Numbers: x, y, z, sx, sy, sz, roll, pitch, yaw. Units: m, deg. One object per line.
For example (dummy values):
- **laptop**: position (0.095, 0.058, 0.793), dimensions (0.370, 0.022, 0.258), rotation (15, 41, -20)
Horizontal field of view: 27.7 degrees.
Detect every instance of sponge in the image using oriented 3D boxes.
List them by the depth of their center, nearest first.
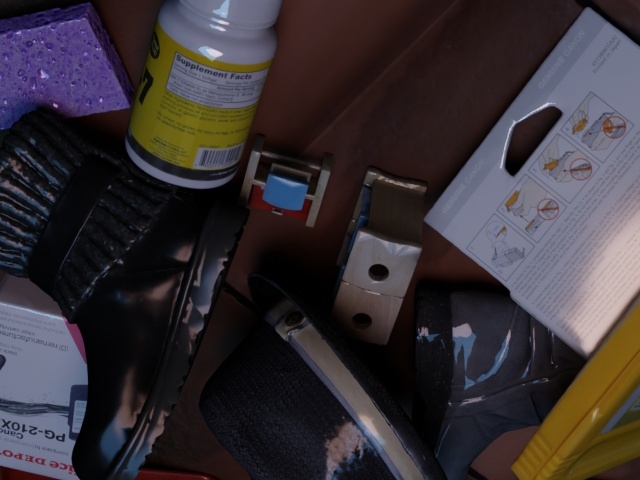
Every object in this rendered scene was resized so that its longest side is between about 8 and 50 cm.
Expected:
- **sponge**: position (-0.306, -0.167, 1.298), dimensions (0.210, 0.031, 0.117), rotation (-9, 136, 12)

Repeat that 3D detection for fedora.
- **fedora**: position (-0.016, 0.193, 1.319), dimensions (0.152, 0.334, 0.334), rotation (-38, 114, -9)

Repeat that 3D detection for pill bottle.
- **pill bottle**: position (-0.108, -0.165, 1.238), dimensions (0.119, 0.119, 0.209), rotation (19, 122, -4)

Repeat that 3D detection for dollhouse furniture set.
- **dollhouse furniture set**: position (0.000, 0.000, 1.319), dimensions (0.183, 0.129, 0.129), rotation (16, 123, -3)

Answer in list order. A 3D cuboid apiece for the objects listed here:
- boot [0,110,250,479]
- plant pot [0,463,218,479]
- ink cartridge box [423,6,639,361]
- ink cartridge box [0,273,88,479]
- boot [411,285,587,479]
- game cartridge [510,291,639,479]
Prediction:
- **boot**: position (-0.246, 0.069, 1.305), dimensions (0.260, 0.131, 0.348), rotation (21, 88, -2)
- **plant pot**: position (-0.263, 0.440, 1.515), dimensions (0.267, 0.267, 0.236), rotation (9, 125, -18)
- **ink cartridge box**: position (0.275, -0.048, 1.268), dimensions (0.239, 0.060, 0.275), rotation (41, 110, 11)
- **ink cartridge box**: position (-0.286, 0.155, 1.472), dimensions (0.171, 0.100, 0.237), rotation (13, 122, 0)
- **boot**: position (0.212, 0.195, 1.427), dimensions (0.222, 0.118, 0.338), rotation (0, 126, 2)
- **game cartridge**: position (0.353, 0.115, 1.280), dimensions (0.053, 0.285, 0.324), rotation (48, 126, 29)
